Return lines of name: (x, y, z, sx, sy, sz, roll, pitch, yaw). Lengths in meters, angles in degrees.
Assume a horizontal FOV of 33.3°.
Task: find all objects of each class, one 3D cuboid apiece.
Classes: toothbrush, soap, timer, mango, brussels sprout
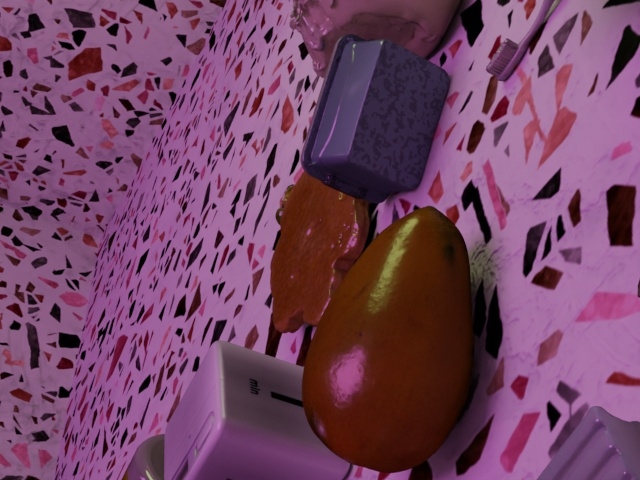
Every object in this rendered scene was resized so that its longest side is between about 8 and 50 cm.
toothbrush: (0.294, -0.322, 1.302, 0.307, 0.029, 0.025, -57, 15, 31)
soap: (0.213, 0.251, 0.887, 0.198, 0.066, 0.119, -60, 23, 25)
timer: (-0.093, 0.284, 1.478, 0.192, 0.195, 0.194, -60, 22, 25)
mango: (0.084, 0.111, 1.226, 0.211, 0.173, 0.317, -36, 31, 57)
brussels sprout: (-0.054, -0.059, 1.958, 0.051, 0.046, 0.083, -51, 16, 50)

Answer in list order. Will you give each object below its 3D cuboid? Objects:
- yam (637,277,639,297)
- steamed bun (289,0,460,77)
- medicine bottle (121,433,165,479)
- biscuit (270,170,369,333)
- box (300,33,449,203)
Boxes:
yam: (0.306, 0.012, 0.917, 0.094, 0.043, 0.043, -67, 19, 7)
steamed bun: (0.075, -0.424, 1.685, 0.334, 0.233, 0.312, -45, 32, 47)
medicine bottle: (-0.256, 0.496, 1.681, 0.340, 0.208, 0.208, -63, 20, 17)
biscuit: (0.004, 0.001, 1.719, 0.269, 0.051, 0.376, -54, 26, 32)
box: (0.081, -0.177, 1.545, 0.130, 0.162, 0.227, 1, 72, 58)
